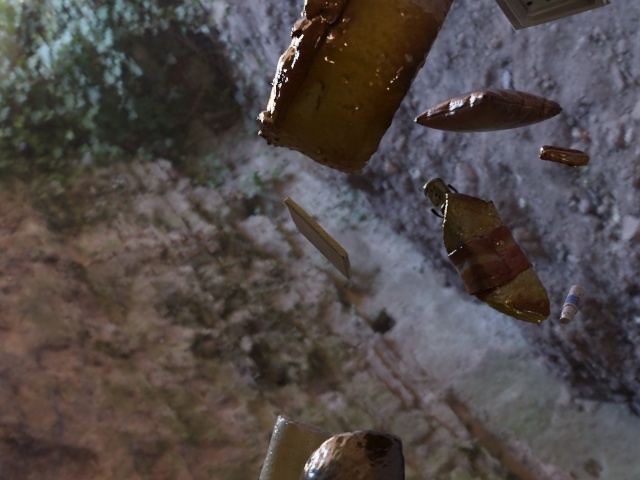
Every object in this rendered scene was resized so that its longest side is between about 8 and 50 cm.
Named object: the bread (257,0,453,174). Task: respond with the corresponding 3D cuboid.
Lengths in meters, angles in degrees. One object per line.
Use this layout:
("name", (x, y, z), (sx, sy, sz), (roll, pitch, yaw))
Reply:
("bread", (0.052, -0.288, 1.381), (0.215, 0.398, 0.398), (28, 169, 0))

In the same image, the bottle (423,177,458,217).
("bottle", (0.239, -0.074, 1.630), (0.063, 0.047, 0.101), (93, 152, -46))

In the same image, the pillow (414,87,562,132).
("pillow", (0.345, -0.267, 1.768), (0.223, 0.236, 0.084), (-4, 88, 54))

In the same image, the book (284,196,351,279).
("book", (0.000, 0.000, 2.289), (0.217, 0.021, 0.310), (45, 174, 12))

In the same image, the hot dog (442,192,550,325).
("hot dog", (0.284, 0.038, 1.443), (0.262, 0.123, 0.093), (63, 151, 16))

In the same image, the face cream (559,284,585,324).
("face cream", (0.566, 0.147, 1.935), (0.034, 0.130, 0.034), (16, 126, 23))

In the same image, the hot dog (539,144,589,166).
("hot dog", (0.631, -0.217, 2.227), (0.062, 0.144, 0.038), (-114, 34, -56))

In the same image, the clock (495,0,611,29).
("clock", (0.452, -0.545, 1.765), (0.262, 0.231, 0.116), (39, -131, -44))

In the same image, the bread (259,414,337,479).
("bread", (-0.037, 0.440, 1.737), (0.133, 0.141, 0.148), (9, 168, 33))

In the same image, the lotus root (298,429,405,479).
("lotus root", (0.032, 0.442, 1.254), (0.210, 0.141, 0.314), (115, 163, -52))
